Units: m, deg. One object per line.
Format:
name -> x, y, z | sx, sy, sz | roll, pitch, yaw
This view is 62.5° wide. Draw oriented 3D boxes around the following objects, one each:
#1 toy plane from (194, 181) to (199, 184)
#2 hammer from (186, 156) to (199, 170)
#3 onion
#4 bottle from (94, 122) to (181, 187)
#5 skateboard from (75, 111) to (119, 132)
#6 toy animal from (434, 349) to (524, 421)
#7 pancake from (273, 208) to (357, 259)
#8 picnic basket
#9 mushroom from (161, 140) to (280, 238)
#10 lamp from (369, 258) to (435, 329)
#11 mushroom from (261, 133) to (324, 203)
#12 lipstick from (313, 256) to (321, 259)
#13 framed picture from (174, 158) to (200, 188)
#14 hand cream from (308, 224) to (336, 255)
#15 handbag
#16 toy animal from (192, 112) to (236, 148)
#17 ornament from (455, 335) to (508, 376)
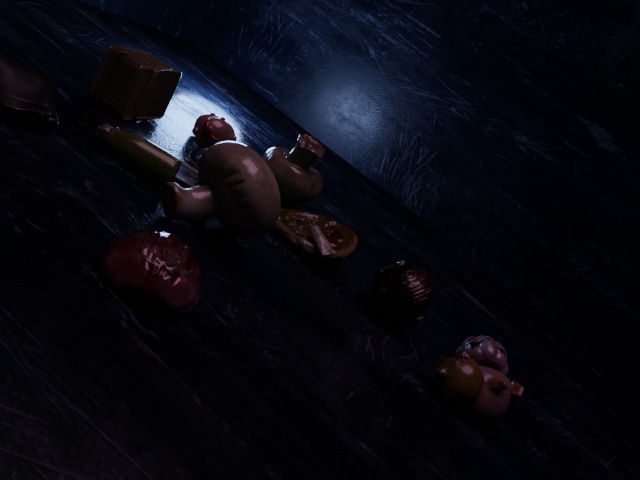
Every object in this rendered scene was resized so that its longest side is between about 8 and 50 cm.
toy plane -> -0.374, -0.188, 1.839 | 0.189, 0.061, 0.130 | -9, 77, -77
hammer -> -0.445, -0.255, 1.970 | 0.199, 0.013, 0.062 | 44, 21, 25
onion -> -0.370, 0.042, 1.217 | 0.227, 0.120, 0.283 | 31, 18, -28
bottle -> -0.570, -0.269, 1.638 | 0.260, 0.112, 0.112 | 30, 19, -13
skateboard -> -0.724, -0.374, 1.724 | 0.151, 0.067, 0.080 | 30, 10, -2
toy animal -> 0.460, 0.443, 1.610 | 0.281, 0.195, 0.169 | 34, 58, -16
pancake -> -0.024, -0.036, 1.988 | 0.356, 0.065, 0.356 | 16, 20, -6
picnic basket -> -0.702, -0.595, 2.033 | 0.175, 0.228, 0.313 | 33, 18, 4
mushroom -> -0.276, -0.169, 1.611 | 0.356, 0.315, 0.315 | 31, 17, -35
lamp -> 0.284, 0.188, 1.826 | 0.247, 0.247, 0.247 | 31, 19, -12
mushroom -> -0.103, -0.315, 2.262 | 0.297, 0.290, 0.297 | 32, 20, -13
lipstick -> 0.001, 0.034, 1.985 | 0.040, 0.040, 0.141 | 34, 19, -2
framed picture -> -0.497, -0.247, 1.839 | 0.203, 0.015, 0.150 | 31, 24, -12
hand cream -> 0.000, 0.000, 1.836 | 0.061, 0.039, 0.143 | -3, 45, -36
handbag -> -0.893, -0.429, 1.483 | 0.285, 0.113, 0.257 | 23, 27, -51
toy animal -> -0.451, -0.458, 2.248 | 0.171, 0.171, 0.198 | 21, 15, -35
ornament -> 0.546, 0.415, 1.785 | 0.177, 0.177, 0.177 | 31, 19, -12
